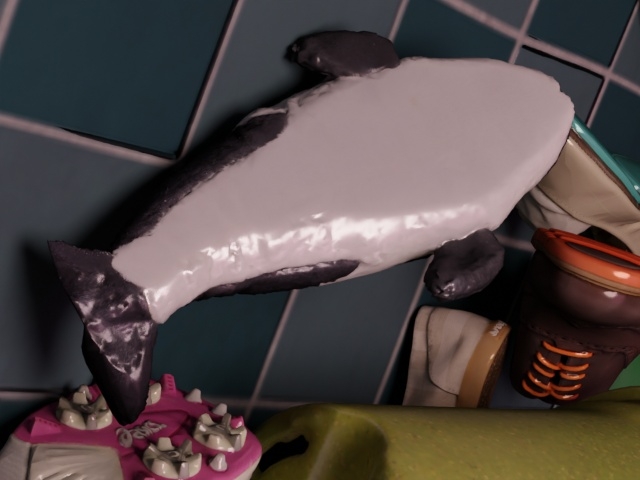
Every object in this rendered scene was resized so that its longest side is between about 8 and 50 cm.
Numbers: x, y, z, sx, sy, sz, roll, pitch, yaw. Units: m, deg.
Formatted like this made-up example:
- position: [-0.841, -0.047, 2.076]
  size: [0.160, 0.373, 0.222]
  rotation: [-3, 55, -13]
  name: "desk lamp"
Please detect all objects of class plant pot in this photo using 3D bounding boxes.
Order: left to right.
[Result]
- position: [0.081, 0.191, 0.724]
  size: [0.254, 0.276, 0.276]
  rotation: [17, 98, -36]
  name: "plant pot"

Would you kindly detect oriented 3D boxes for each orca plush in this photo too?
- position: [0.000, 0.000, 0.694]
  size: [0.287, 0.151, 0.102]
  rotation: [-42, 171, -32]
  name: "orca plush"

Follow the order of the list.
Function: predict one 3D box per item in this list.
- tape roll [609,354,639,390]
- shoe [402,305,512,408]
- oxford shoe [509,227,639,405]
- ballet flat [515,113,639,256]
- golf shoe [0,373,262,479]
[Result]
- position: [0.328, 0.166, 1.176]
  size: [0.321, 0.077, 0.321]
  rotation: [-20, 115, -52]
  name: "tape roll"
- position: [0.071, 0.139, 0.916]
  size: [0.076, 0.058, 0.219]
  rotation: [-47, 153, -61]
  name: "shoe"
- position: [0.164, 0.057, 0.862]
  size: [0.271, 0.097, 0.098]
  rotation: [40, 71, -75]
  name: "oxford shoe"
- position: [0.174, -0.026, 0.922]
  size: [0.248, 0.086, 0.086]
  rotation: [22, 93, -56]
  name: "ballet flat"
- position: [-0.147, 0.160, 0.596]
  size: [0.306, 0.115, 0.140]
  rotation: [-15, 128, -47]
  name: "golf shoe"
